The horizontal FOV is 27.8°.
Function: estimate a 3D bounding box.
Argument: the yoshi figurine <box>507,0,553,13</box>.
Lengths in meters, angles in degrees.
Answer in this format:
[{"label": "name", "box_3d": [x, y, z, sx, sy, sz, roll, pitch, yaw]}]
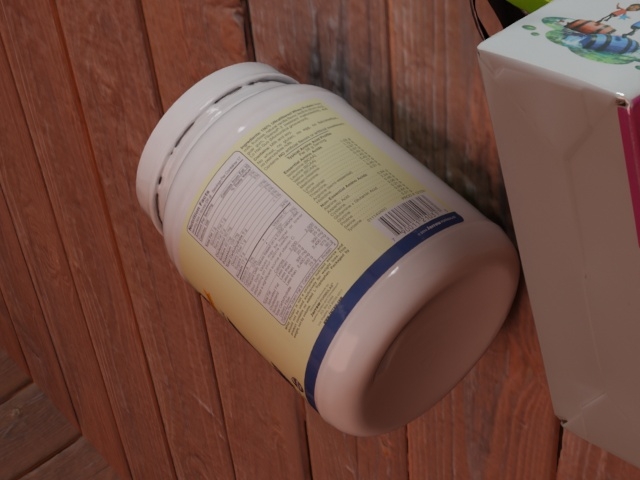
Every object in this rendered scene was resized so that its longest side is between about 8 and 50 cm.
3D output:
[{"label": "yoshi figurine", "box_3d": [0.101, -0.263, 0.777, 0.362, 0.203, 0.203, 41, -170, 13]}]

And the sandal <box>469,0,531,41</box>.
[{"label": "sandal", "box_3d": [0.161, -0.147, 0.947, 0.255, 0.054, 0.097, 65, 155, 2]}]

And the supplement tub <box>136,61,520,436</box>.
[{"label": "supplement tub", "box_3d": [0.000, 0.000, 1.219, 0.325, 0.235, 0.235, 42, 151, 29]}]

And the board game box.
[{"label": "board game box", "box_3d": [0.237, -0.054, 0.648, 0.097, 0.303, 0.224, 26, 142, 48]}]
